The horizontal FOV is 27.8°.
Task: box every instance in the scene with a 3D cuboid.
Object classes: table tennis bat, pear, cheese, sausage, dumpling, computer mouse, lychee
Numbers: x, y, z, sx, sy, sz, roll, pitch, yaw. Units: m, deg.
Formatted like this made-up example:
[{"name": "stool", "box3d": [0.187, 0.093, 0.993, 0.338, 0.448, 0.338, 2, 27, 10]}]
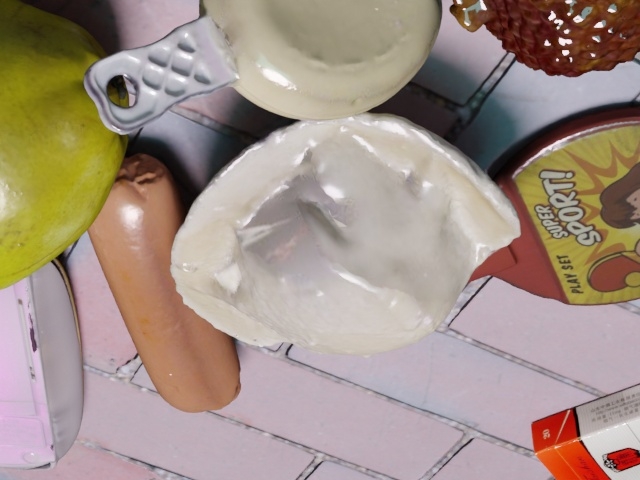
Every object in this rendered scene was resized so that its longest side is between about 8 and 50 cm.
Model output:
[{"name": "table tennis bat", "box3d": [0.205, -0.012, 1.078, 0.310, 0.038, 0.200, -20, 128, 16]}, {"name": "pear", "box3d": [-0.262, -0.066, 0.934, 0.269, 0.212, 0.212, -22, 129, 13]}, {"name": "cheese", "box3d": [-0.029, -0.126, 0.867, 0.163, 0.249, 0.071, 45, 154, -13]}, {"name": "sausage", "box3d": [-0.134, 0.043, 1.111, 0.086, 0.086, 0.289, -6, 131, 9]}, {"name": "dumpling", "box3d": [0.003, 0.003, 0.992, 0.243, 0.175, 0.227, -48, 132, 5]}, {"name": "computer mouse", "box3d": [-0.302, 0.097, 1.178, 0.158, 0.072, 0.310, 4, 133, 2]}, {"name": "lychee", "box3d": [0.152, -0.199, 0.808, 0.194, 0.194, 0.194, 2, 133, 2]}]

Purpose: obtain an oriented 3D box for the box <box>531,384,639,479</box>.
[{"name": "box", "box3d": [0.296, 0.196, 1.260, 0.152, 0.048, 0.100, -23, 126, 25]}]
